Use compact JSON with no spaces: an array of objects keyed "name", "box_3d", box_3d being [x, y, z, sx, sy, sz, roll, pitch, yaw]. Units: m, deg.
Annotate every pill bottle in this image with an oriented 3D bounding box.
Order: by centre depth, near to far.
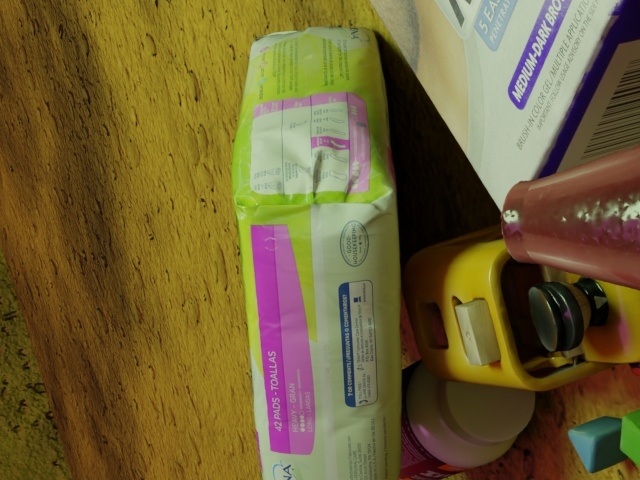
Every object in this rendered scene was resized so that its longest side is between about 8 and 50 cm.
[{"name":"pill bottle","box_3d":[0.089,0.122,0.991,0.086,0.086,0.152,69,158,10]}]

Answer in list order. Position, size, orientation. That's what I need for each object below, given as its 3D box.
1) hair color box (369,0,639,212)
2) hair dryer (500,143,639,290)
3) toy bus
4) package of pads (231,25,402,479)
[{"name":"hair color box","box_3d":[0.084,-0.200,0.750,0.339,0.110,0.185,63,156,28]},{"name":"hair dryer","box_3d":[0.181,-0.076,0.550,0.293,0.080,0.224,-49,65,32]},{"name":"toy bus","box_3d":[0.127,0.040,0.820,0.191,0.104,0.202,54,152,38]},{"name":"package of pads","box_3d":[0.000,0.000,0.955,0.296,0.101,0.229,-91,-3,-62]}]
